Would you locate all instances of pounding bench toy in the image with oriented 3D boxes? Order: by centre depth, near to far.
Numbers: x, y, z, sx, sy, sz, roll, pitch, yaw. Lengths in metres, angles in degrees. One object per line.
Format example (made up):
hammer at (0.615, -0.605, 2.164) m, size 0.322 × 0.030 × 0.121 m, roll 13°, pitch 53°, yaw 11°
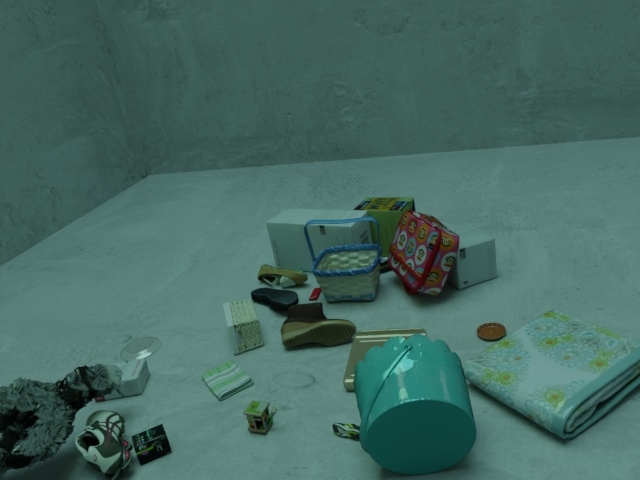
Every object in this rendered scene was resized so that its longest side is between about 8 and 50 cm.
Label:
pounding bench toy at (-0.146, 0.459, 1.608) m, size 0.083 × 0.065 × 0.052 m, roll 0°, pitch 25°, yaw 25°

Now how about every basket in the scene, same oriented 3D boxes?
basket at (-0.252, 0.273, 2.026) m, size 0.103 × 0.114 × 0.167 m, roll -14°, pitch 23°, yaw -10°
basket at (0.084, 0.058, 2.131) m, size 0.254 × 0.289 × 0.201 m, roll -1°, pitch 30°, yaw 16°

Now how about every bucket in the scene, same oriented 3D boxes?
bucket at (0.208, 0.371, 1.391) m, size 0.280 × 0.281 × 0.183 m, roll -10°, pitch 32°, yaw 5°

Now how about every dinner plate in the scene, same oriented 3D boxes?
dinner plate at (-0.612, 0.362, 2.117) m, size 0.141 × 0.017 × 0.141 m, roll -9°, pitch 25°, yaw 4°

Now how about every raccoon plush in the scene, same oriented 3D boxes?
raccoon plush at (-0.751, 0.505, 1.632) m, size 0.299 × 0.216 × 0.446 m, roll -40°, pitch -23°, yaw 33°

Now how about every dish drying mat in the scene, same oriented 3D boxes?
dish drying mat at (-0.018, 0.191, 2.234) m, size 0.032 × 0.008 × 0.083 m, roll -5°, pitch 24°, yaw 18°

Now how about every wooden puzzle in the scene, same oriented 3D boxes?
wooden puzzle at (0.189, 0.338, 1.765) m, size 0.220 × 0.044 × 0.239 m, roll -5°, pitch 29°, yaw 15°

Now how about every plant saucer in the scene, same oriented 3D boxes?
plant saucer at (0.496, 0.266, 1.812) m, size 0.083 × 0.013 × 0.083 m, roll -10°, pitch 22°, yaw 4°

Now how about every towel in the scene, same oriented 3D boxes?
towel at (0.597, 0.317, 1.562) m, size 0.374 × 0.090 × 0.320 m, roll -23°, pitch 23°, yaw -25°
towel at (-0.278, 0.408, 1.844) m, size 0.113 × 0.023 × 0.152 m, roll -22°, pitch 25°, yaw -25°

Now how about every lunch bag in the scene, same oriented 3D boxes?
lunch bag at (0.334, 0.053, 2.091) m, size 0.120 × 0.258 × 0.293 m, roll 14°, pitch 15°, yaw -20°

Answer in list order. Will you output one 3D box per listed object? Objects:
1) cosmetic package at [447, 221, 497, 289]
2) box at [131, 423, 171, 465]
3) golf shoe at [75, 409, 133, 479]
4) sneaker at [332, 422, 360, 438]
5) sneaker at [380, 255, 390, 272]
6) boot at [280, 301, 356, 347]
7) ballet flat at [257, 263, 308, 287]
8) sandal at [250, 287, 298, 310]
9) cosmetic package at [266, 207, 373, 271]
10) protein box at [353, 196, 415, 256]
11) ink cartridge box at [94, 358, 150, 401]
cosmetic package at (0.489, 0.049, 2.137) m, size 0.151 × 0.152 × 0.184 m, roll -17°, pitch 24°, yaw -13°
box at (-0.434, 0.523, 1.602) m, size 0.083 × 0.062 × 0.052 m, roll -20°, pitch 26°, yaw -17°
golf shoe at (-0.571, 0.503, 1.613) m, size 0.105 × 0.120 × 0.272 m, roll -54°, pitch 33°, yaw -9°
sneaker at (0.069, 0.468, 1.540) m, size 0.083 × 0.031 × 0.035 m, roll 9°, pitch 17°, yaw 32°
sneaker at (0.240, 0.082, 2.307) m, size 0.144 × 0.053 × 0.059 m, roll -14°, pitch 21°, yaw -9°
boot at (-0.004, 0.249, 1.989) m, size 0.248 × 0.090 × 0.207 m, roll -11°, pitch 25°, yaw 11°
ballet flat at (-0.145, 0.144, 2.349) m, size 0.232 × 0.080 × 0.073 m, roll 7°, pitch 57°, yaw 42°
sandal at (-0.156, 0.211, 2.215) m, size 0.097 × 0.055 × 0.254 m, roll -17°, pitch 13°, yaw -31°
cosmetic package at (0.000, 0.000, 2.407) m, size 0.384 × 0.217 × 0.156 m, roll 1°, pitch 26°, yaw 31°
protein box at (0.258, -0.053, 2.418) m, size 0.201 × 0.200 × 0.136 m, roll 3°, pitch 27°, yaw 31°
ink cartridge box at (-0.611, 0.426, 1.908) m, size 0.150 × 0.063 × 0.109 m, roll -10°, pitch 23°, yaw 3°
